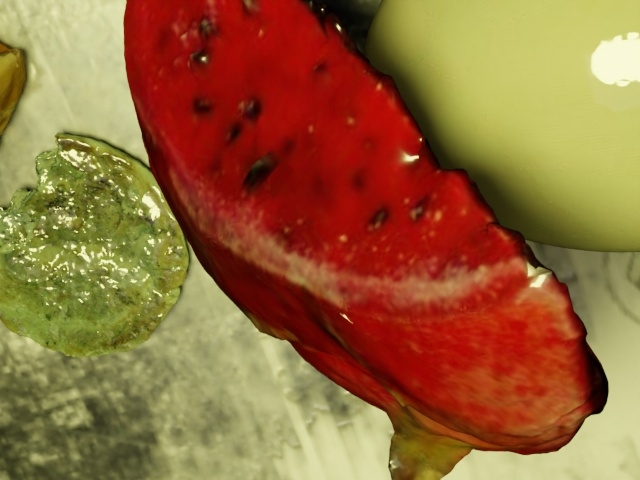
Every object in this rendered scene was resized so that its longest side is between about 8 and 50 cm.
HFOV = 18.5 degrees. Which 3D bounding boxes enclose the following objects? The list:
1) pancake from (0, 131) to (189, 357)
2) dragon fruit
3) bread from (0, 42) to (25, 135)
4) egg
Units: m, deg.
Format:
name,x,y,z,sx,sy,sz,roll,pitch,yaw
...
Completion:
name,x,y,z,sx,sy,sz,roll,pitch,yaw
pancake,-0.131,0.009,1.073,0.116,0.022,0.129,45,114,-10
dragon fruit,0.000,0.000,0.897,0.100,0.343,0.282,-35,145,-8
bread,-0.205,-0.051,1.039,0.053,0.074,0.132,36,114,9
egg,0.138,-0.086,0.882,0.242,0.186,0.186,-14,108,14
